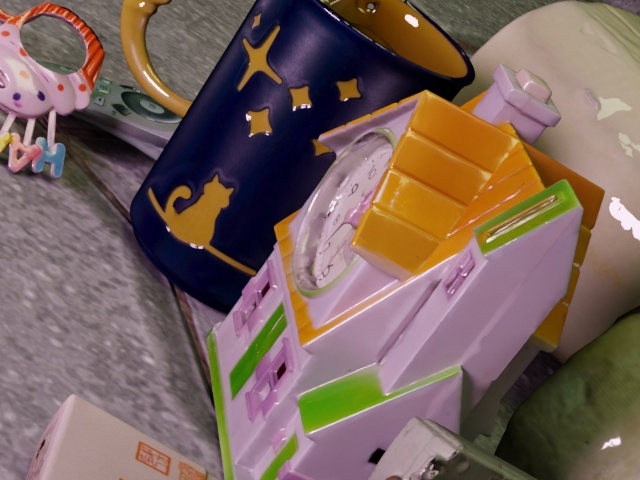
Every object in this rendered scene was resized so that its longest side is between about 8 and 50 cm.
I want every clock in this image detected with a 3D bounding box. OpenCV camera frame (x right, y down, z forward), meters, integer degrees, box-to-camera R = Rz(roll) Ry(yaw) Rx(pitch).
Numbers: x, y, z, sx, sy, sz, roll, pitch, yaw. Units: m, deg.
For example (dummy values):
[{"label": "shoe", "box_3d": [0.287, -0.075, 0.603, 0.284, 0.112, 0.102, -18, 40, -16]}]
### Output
[{"label": "clock", "box_3d": [0.059, 0.030, 1.130, 0.166, 0.309, 0.235, 28, 22, -22]}]

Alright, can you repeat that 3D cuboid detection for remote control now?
[{"label": "remote control", "box_3d": [-0.140, -0.093, 1.442, 0.256, 0.045, 0.097, 25, 19, -8]}]

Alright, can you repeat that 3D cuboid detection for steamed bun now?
[{"label": "steamed bun", "box_3d": [0.303, -0.012, 1.626, 0.371, 0.290, 0.456, 50, 23, 23]}]

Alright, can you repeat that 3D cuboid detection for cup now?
[{"label": "cup", "box_3d": [-0.042, -0.103, 1.328, 0.178, 0.256, 0.255, 14, 30, -44]}]

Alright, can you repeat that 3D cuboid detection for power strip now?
[{"label": "power strip", "box_3d": [0.124, 0.189, 1.075, 0.272, 0.078, 0.052, 32, 2, -44]}]

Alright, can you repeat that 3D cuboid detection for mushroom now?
[{"label": "mushroom", "box_3d": [0.275, 0.159, 1.241, 0.267, 0.190, 0.164, -11, 40, -22]}]

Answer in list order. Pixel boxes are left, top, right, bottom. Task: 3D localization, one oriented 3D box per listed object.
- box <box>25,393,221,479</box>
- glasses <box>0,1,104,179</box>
[{"label": "box", "box_3d": [-0.011, 0.238, 0.942, 0.365, 0.051, 0.204, 31, 22, -11]}, {"label": "glasses", "box_3d": [-0.292, -0.147, 1.328, 0.255, 0.095, 0.162, 36, 49, -3]}]
